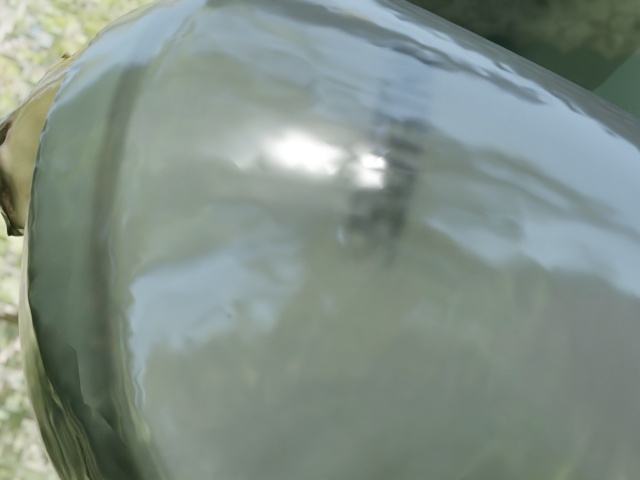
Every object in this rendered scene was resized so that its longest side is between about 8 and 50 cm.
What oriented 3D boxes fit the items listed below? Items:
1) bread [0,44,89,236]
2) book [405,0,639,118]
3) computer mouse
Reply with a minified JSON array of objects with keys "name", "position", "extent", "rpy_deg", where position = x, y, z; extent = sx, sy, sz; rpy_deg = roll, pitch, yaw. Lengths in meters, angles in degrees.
[{"name":"bread","position":[0.000,0.000,0.929],"extent":[0.270,0.316,0.211],"rpy_deg":[-30,-3,18]},{"name":"book","position":[0.147,-0.061,0.651],"extent":[0.264,0.379,0.031],"rpy_deg":[8,-25,11]},{"name":"computer mouse","position":[0.085,0.044,0.405],"extent":[0.331,0.197,0.095],"rpy_deg":[25,-43,-16]}]
